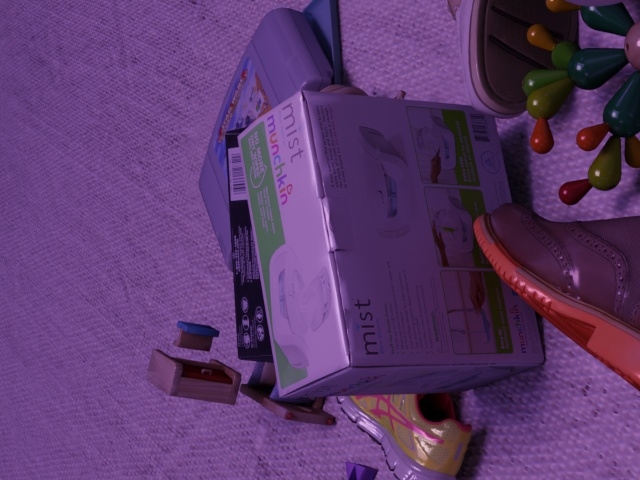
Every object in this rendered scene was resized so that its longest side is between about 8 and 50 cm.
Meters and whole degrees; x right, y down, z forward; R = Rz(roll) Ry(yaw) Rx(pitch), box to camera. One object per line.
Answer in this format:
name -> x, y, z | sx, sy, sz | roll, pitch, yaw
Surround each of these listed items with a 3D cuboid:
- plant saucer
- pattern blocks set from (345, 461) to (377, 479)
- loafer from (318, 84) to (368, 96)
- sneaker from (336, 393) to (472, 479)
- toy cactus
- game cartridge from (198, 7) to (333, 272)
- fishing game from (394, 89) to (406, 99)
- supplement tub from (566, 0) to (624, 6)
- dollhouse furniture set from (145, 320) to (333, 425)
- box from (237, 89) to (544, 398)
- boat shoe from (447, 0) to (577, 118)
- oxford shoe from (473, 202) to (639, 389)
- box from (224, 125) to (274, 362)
plant saucer -> 0.004, -0.213, 1.964 | 0.067, 0.018, 0.192 | -37, 50, 51
pattern blocks set -> 0.008, 0.396, 1.737 | 0.285, 0.026, 0.324 | 36, 112, 59
loafer -> -0.028, -0.081, 1.879 | 0.092, 0.102, 0.268 | 54, 129, 35
sneaker -> 0.092, 0.168, 1.624 | 0.208, 0.081, 0.094 | 46, 114, 49
toy cactus -> 0.262, -0.151, 1.419 | 0.180, 0.112, 0.219 | -20, 59, 37
game cartridge -> -0.075, -0.130, 2.021 | 0.297, 0.062, 0.198 | -66, 33, 30
fishing game -> 0.128, -0.038, 1.658 | 0.264, 0.041, 0.189 | 49, 125, 45
supplement tub -> 0.190, -0.376, 1.404 | 0.325, 0.235, 0.235 | 57, 130, 38
dollhouse furniture set -> -0.077, 0.123, 1.818 | 0.129, 0.184, 0.129 | 20, 98, 61
box -> 0.066, 0.006, 1.510 | 0.127, 0.231, 0.262 | -30, 66, 51
boat shoe -> 0.179, -0.246, 1.576 | 0.103, 0.113, 0.302 | -29, 45, 56
oxford shoe -> 0.255, 0.034, 1.353 | 0.132, 0.130, 0.364 | -52, 34, 2
box -> 0.000, 0.000, 1.687 | 0.163, 0.142, 0.247 | -3, 90, 62
